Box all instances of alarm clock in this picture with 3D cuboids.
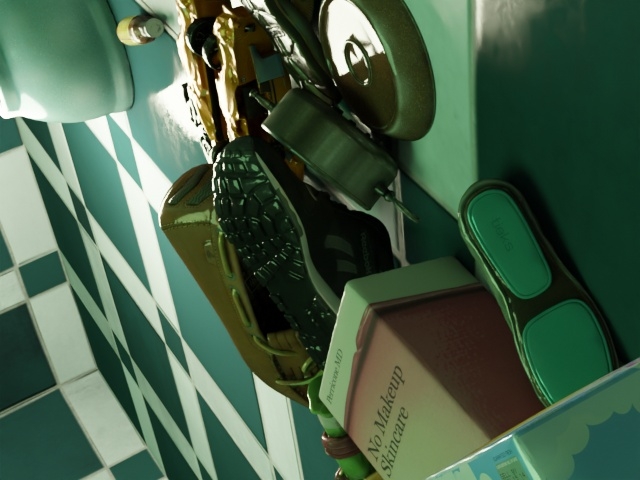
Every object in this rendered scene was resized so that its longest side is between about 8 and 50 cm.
[{"bbox_3d":[0.025,-0.077,1.119,0.192,0.064,0.129,44,-175,26],"label":"alarm clock"}]

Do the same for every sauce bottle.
[{"bbox_3d":[-0.244,-0.287,1.648,0.128,0.042,0.042,19,131,63],"label":"sauce bottle"}]

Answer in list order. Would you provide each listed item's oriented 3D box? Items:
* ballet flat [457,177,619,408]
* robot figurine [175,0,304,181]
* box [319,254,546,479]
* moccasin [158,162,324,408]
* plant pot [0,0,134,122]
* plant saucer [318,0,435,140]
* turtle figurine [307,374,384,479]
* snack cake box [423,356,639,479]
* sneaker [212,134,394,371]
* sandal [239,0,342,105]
[{"bbox_3d":[0.175,0.048,0.952,0.213,0.072,0.068,64,-172,4],"label":"ballet flat"},{"bbox_3d":[-0.085,-0.150,1.336,0.211,0.085,0.291,46,153,44],"label":"robot figurine"},{"bbox_3d":[0.118,0.145,1.054,0.232,0.126,0.149,47,137,40],"label":"box"},{"bbox_3d":[-0.025,0.069,1.320,0.147,0.139,0.380,18,145,45],"label":"moccasin"},{"bbox_3d":[-0.451,-0.309,1.932,0.293,0.196,0.293,53,158,31],"label":"plant pot"},{"bbox_3d":[0.043,-0.162,1.071,0.168,0.029,0.168,51,156,34],"label":"plant saucer"},{"bbox_3d":[0.069,0.286,1.316,0.197,0.275,0.266,9,125,26],"label":"turtle figurine"},{"bbox_3d":[0.198,0.089,0.610,0.089,0.264,0.152,61,161,13],"label":"snack cake box"},{"bbox_3d":[0.000,0.000,1.187,0.107,0.124,0.283,1,129,47],"label":"sneaker"},{"bbox_3d":[-0.030,-0.228,1.148,0.219,0.060,0.090,55,167,-17],"label":"sandal"}]
